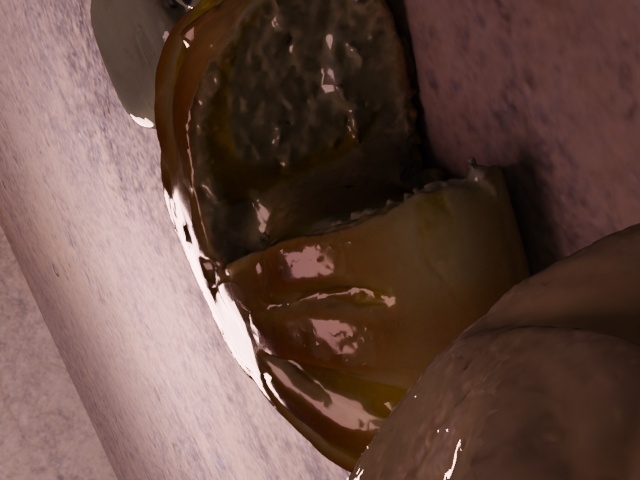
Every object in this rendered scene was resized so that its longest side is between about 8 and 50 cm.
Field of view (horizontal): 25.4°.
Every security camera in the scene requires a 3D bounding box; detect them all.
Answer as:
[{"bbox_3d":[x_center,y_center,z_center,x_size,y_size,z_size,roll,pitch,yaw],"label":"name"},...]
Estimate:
[{"bbox_3d":[-0.092,-0.202,1.030,0.157,0.080,0.301,67,152,19],"label":"security camera"}]

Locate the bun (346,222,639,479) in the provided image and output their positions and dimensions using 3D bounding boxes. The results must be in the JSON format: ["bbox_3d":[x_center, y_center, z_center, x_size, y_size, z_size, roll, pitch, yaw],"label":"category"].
[{"bbox_3d":[0.142,0.173,0.484,0.365,0.219,0.365,9,106,32],"label":"bun"}]

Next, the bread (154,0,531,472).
[{"bbox_3d":[0.000,0.000,0.896,0.333,0.160,0.333,54,159,32],"label":"bread"}]
